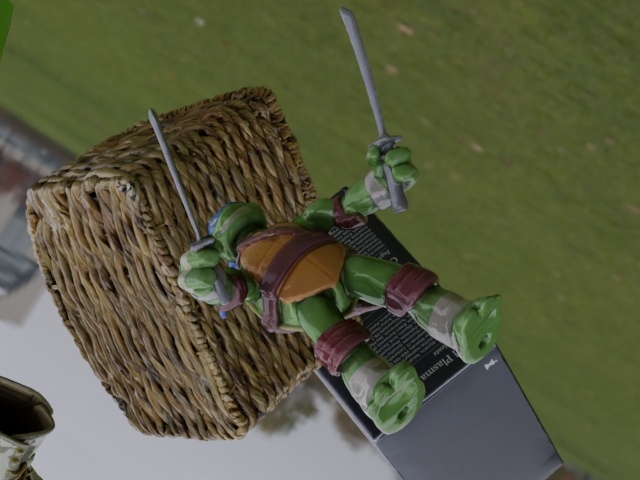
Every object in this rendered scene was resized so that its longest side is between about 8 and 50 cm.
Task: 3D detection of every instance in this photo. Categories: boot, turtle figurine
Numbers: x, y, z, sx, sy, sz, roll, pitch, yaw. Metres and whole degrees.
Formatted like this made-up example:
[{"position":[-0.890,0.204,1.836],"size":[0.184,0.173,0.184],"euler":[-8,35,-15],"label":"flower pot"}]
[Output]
[{"position":[-0.294,0.225,1.416],"size":[0.213,0.077,0.165],"euler":[38,132,-9],"label":"boot"},{"position":[0.000,0.000,1.113],"size":[0.266,0.274,0.198],"euler":[37,-149,31],"label":"turtle figurine"}]

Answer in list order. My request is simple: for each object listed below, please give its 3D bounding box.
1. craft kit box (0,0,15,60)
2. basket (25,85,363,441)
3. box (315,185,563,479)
[{"position":[-0.302,-0.022,0.797],"size":[0.250,0.246,0.061],"euler":[-13,140,26],"label":"craft kit box"},{"position":[-0.131,0.025,1.467],"size":[0.213,0.223,0.299],"euler":[-5,115,44],"label":"basket"},{"position":[0.104,0.160,1.788],"size":[0.312,0.179,0.343],"euler":[47,175,39],"label":"box"}]
